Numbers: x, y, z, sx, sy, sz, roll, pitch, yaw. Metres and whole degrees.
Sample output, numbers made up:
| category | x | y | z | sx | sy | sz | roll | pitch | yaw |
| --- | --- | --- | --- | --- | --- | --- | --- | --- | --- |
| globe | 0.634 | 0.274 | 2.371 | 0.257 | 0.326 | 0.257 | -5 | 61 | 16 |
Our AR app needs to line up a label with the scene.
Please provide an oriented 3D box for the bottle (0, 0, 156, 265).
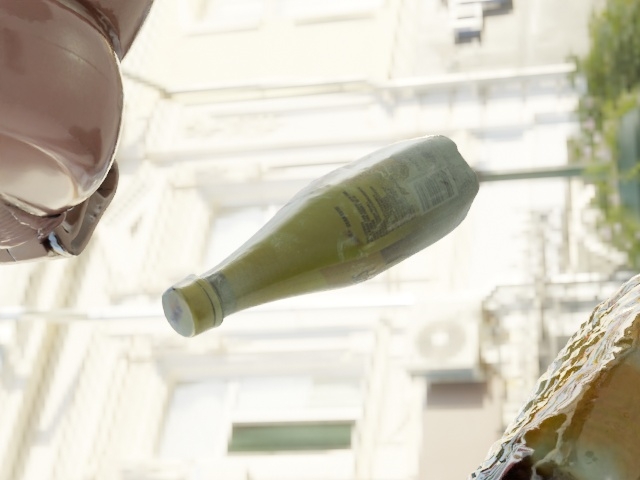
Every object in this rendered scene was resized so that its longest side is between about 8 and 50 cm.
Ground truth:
| category | x | y | z | sx | sy | sz | roll | pitch | yaw |
| --- | --- | --- | --- | --- | --- | --- | --- | --- | --- |
| bottle | -0.143 | -0.149 | 0.724 | 0.206 | 0.173 | 0.297 | 56 | -149 | -62 |

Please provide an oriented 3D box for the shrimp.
| category | x | y | z | sx | sy | sz | roll | pitch | yaw |
| --- | --- | --- | --- | --- | --- | --- | --- | --- | --- |
| shrimp | 0.062 | 0.188 | 0.799 | 0.445 | 0.085 | 0.272 | -52 | -3 | -34 |

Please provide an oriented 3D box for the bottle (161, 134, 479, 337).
| category | x | y | z | sx | sy | sz | roll | pitch | yaw |
| --- | --- | --- | --- | --- | --- | --- | --- | --- | --- |
| bottle | 0.000 | 0.000 | 1.126 | 0.269 | 0.083 | 0.083 | -27 | -63 | -35 |
